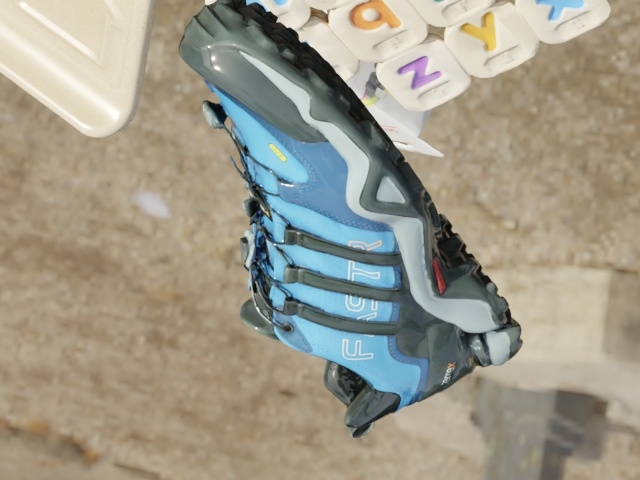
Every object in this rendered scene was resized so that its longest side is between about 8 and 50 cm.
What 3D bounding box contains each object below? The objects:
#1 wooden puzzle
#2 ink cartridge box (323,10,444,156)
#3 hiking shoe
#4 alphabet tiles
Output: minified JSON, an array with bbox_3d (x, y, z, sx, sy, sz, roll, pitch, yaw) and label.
[{"bbox_3d":[-0.238,-0.307,1.366,0.322,0.080,0.348,36,131,20],"label":"wooden puzzle"},{"bbox_3d":[0.034,-0.145,1.450,0.181,0.062,0.104,32,171,-34],"label":"ink cartridge box"},{"bbox_3d":[0.000,0.000,0.925,0.132,0.113,0.304,-36,123,3],"label":"hiking shoe"},{"bbox_3d":[0.070,-0.194,1.095,0.284,0.021,0.278,-25,142,21],"label":"alphabet tiles"}]
